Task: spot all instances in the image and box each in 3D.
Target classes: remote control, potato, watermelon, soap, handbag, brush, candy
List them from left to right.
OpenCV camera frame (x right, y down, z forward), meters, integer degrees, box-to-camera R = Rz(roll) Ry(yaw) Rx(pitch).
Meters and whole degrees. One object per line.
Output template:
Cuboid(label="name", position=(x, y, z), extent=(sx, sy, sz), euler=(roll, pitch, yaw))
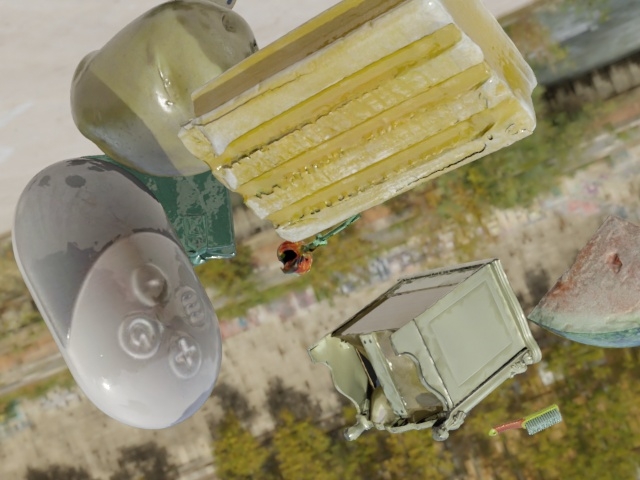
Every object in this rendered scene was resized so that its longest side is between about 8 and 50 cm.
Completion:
Cuboid(label="remote control", position=(-0.229, 0.058, 1.196), extent=(0.103, 0.332, 0.221), euler=(-27, -178, 36))
Cuboid(label="handbag", position=(-0.340, -0.061, 2.098), extent=(0.326, 0.239, 0.089), euler=(-4, 157, -9))
Cuboid(label="potato", position=(-0.220, -0.219, 1.556), extent=(0.326, 0.243, 0.221), euler=(-27, -150, 33))
Cuboid(label="candy", position=(0.000, 0.000, 1.407), extent=(0.184, 0.055, 0.049), euler=(-33, -174, 48))
Cuboid(label="soap", position=(0.030, -0.116, 0.905), extent=(0.274, 0.173, 0.089), euler=(-23, -141, 31))
Cuboid(label="brush", position=(0.229, 0.207, 1.160), extent=(0.083, 0.021, 0.019), euler=(-20, 139, 5))
Cuboid(label="watermelon", position=(0.408, 0.061, 1.378), extent=(0.256, 0.176, 0.260), euler=(-8, 161, 19))

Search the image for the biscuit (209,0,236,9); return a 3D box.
Cuboid(label="biscuit", position=(-0.216, -0.350, 1.720), extent=(0.234, 0.030, 0.153), euler=(-50, 155, -10))

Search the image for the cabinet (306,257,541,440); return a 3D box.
Cuboid(label="cabinet", position=(0.198, 0.219, 2.004), extent=(0.318, 0.227, 0.290), euler=(-32, -169, -37))
